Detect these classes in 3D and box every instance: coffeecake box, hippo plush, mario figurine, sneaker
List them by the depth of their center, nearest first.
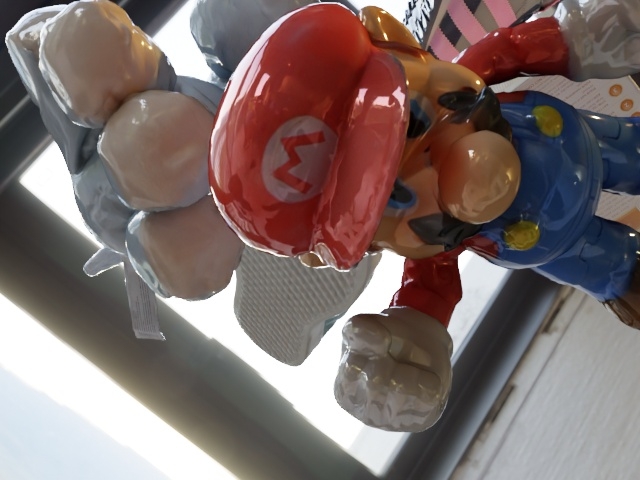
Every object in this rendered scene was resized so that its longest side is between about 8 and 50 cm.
[{"bbox_3d":[0.097,-0.022,0.425,0.320,0.198,0.170,6,-29,-37],"label":"mario figurine"},{"bbox_3d":[-0.067,-0.077,0.680,0.234,0.236,0.294,39,-31,40],"label":"hippo plush"},{"bbox_3d":[0.210,-0.079,0.745,0.142,0.068,0.185,-37,-63,21],"label":"coffeecake box"},{"bbox_3d":[0.153,-0.211,0.826,0.131,0.112,0.319,10,-42,-11],"label":"sneaker"},{"bbox_3d":[0.000,0.000,0.881,0.135,0.150,0.366,37,-26,2],"label":"sneaker"}]
